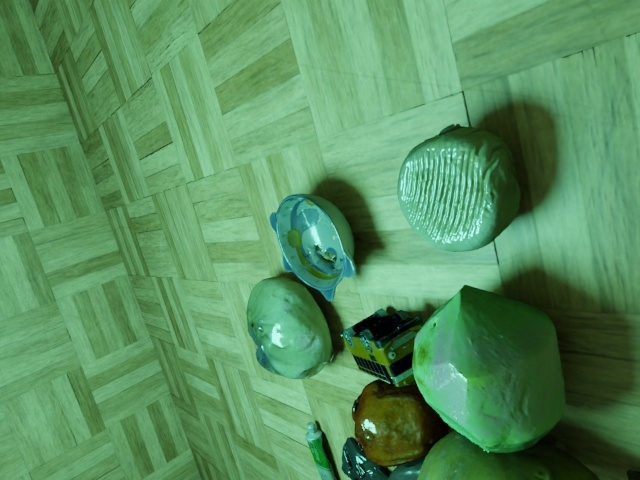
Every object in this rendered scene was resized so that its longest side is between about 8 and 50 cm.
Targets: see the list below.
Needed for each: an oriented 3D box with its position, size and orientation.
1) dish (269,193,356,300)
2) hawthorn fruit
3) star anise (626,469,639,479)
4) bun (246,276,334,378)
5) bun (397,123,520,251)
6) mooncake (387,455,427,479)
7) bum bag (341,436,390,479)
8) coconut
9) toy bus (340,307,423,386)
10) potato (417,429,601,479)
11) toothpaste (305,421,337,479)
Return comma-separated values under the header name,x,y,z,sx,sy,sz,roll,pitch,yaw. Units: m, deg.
name,x,y,z,sx,sy,sz,roll,pitch,yaw
dish,0.000,0.000,0.930,0.236,0.086,0.228,50,141,20
hawthorn fruit,0.149,0.345,0.867,0.174,0.173,0.179,61,143,8
star anise,0.480,0.385,0.475,0.350,0.108,0.292,58,171,13
bun,-0.091,0.218,1.089,0.273,0.168,0.273,36,136,44
bun,0.201,-0.077,0.629,0.167,0.113,0.173,48,138,12
mooncake,0.246,0.513,0.856,0.244,0.133,0.245,24,124,41
bum bag,0.131,0.596,1.098,0.248,0.060,0.123,21,124,44
coconut,0.235,0.174,0.645,0.204,0.236,0.236,-15,98,25
toy bus,0.122,0.198,0.827,0.114,0.098,0.201,64,163,0
potato,0.271,0.344,0.667,0.299,0.239,0.116,-10,93,57
toothpaste,0.008,0.632,1.278,0.078,0.046,0.248,-4,107,53
